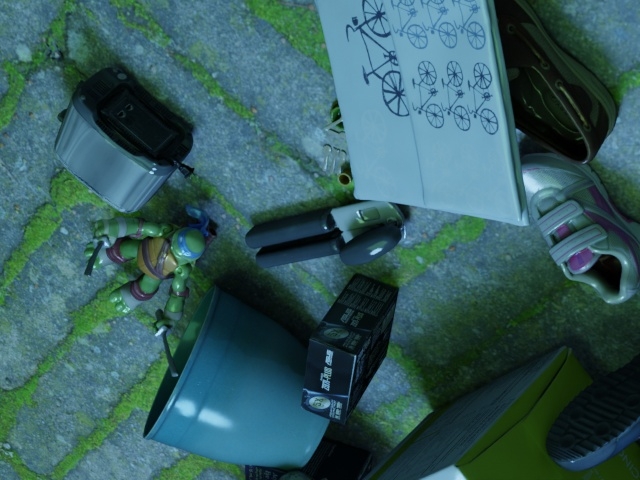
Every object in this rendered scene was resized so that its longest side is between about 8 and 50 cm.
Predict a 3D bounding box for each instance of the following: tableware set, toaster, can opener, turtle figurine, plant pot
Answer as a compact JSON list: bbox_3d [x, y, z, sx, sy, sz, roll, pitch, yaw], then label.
[{"bbox_3d":[0.052,-0.138,1.670,0.104,0.024,0.154,22,129,13],"label":"tableware set"},{"bbox_3d":[-0.302,-0.144,1.791,0.227,0.129,0.146,39,135,-5],"label":"toaster"},{"bbox_3d":[0.000,0.000,1.747,0.283,0.095,0.076,-12,115,34],"label":"can opener"},{"bbox_3d":[-0.308,0.061,1.859,0.197,0.275,0.266,29,158,-24],"label":"turtle figurine"},{"bbox_3d":[-0.116,0.245,1.889,0.255,0.272,0.272,25,132,-9],"label":"plant pot"}]

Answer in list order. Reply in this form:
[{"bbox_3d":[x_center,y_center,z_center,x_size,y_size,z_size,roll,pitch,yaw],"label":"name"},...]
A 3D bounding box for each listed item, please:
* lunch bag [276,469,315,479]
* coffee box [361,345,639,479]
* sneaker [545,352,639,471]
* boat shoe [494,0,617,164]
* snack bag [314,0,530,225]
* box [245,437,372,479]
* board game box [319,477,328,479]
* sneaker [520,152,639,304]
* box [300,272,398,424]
[{"bbox_3d":[-0.081,0.560,1.856,0.212,0.256,0.305,41,133,-5],"label":"lunch bag"},{"bbox_3d":[0.266,0.415,1.659,0.338,0.338,0.334,55,134,2],"label":"coffee box"},{"bbox_3d":[0.446,0.222,1.548,0.131,0.319,0.112,59,169,-30],"label":"sneaker"},{"bbox_3d":[0.223,-0.221,1.454,0.342,0.123,0.123,42,131,-4],"label":"boat shoe"},{"bbox_3d":[0.115,-0.185,1.485,0.342,0.037,0.323,13,122,52],"label":"snack bag"},{"bbox_3d":[-0.021,0.432,2.052,0.207,0.108,0.153,14,128,20],"label":"box"},{"bbox_3d":[-0.022,0.541,2.022,0.193,0.053,0.305,44,132,-8],"label":"board game box"},{"bbox_3d":[0.346,-0.015,1.540,0.252,0.111,0.103,40,131,-2],"label":"sneaker"},{"bbox_3d":[0.045,0.165,1.782,0.077,0.180,0.147,20,129,15],"label":"box"}]
